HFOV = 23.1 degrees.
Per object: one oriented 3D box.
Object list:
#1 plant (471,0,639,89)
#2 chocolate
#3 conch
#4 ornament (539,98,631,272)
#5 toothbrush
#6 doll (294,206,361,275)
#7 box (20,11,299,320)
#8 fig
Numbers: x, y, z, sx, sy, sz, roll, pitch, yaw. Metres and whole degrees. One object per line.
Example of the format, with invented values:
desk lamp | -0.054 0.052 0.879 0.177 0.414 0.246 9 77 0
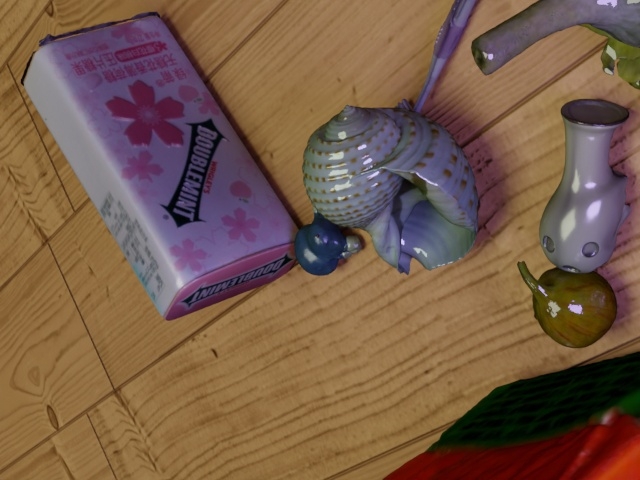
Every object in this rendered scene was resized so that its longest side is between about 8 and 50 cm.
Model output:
plant | 0.254 -0.226 1.208 0.306 0.297 0.261 115 158 -64
chocolate | 0.208 0.235 1.373 0.360 0.341 0.161 -23 97 54
conch | 0.076 -0.064 1.571 0.172 0.131 0.200 -8 146 24
ornament | 0.242 -0.044 1.411 0.075 0.081 0.156 -83 -4 -66
toothbrush | 0.127 -0.213 1.521 0.029 0.024 0.354 59 145 29
doll | 0.000 0.000 1.777 0.076 0.050 0.083 62 146 18
box | -0.191 -0.100 1.862 0.370 0.190 0.112 57 142 16
fig | 0.228 0.058 1.457 0.082 0.098 0.084 -36 57 36
